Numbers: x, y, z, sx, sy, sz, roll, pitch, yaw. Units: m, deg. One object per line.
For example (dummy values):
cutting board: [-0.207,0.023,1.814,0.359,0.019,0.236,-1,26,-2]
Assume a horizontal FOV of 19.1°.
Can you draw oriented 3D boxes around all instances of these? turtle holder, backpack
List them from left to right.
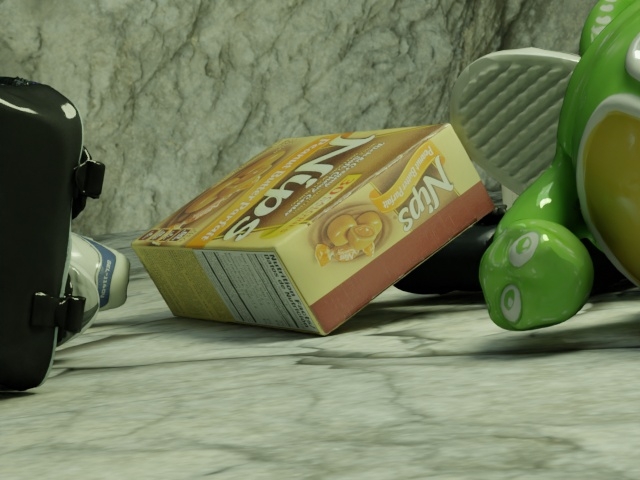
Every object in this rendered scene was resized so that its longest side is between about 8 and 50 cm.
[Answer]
backpack: [-0.294,-0.010,1.303,0.191,0.225,0.253,6,0,-37]
turtle holder: [0.266,-0.059,1.244,0.320,0.243,0.227,3,19,-9]

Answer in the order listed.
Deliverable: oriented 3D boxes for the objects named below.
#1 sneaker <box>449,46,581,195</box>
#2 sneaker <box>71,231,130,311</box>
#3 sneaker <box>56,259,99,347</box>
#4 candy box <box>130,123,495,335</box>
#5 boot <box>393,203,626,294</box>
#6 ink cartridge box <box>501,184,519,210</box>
sneaker: [0.263,-0.070,1.491,0.321,0.126,0.127,19,17,14]
sneaker: [-0.281,0.041,1.769,0.131,0.112,0.296,13,-5,-30]
sneaker: [-0.304,0.049,1.486,0.297,0.111,0.129,-3,-2,19]
candy box: [-0.015,-0.011,1.588,0.183,0.087,0.316,-36,15,-21]
boot: [0.195,-0.008,1.636,0.246,0.094,0.207,-17,14,-42]
ink cartridge box: [0.240,-0.049,1.731,0.115,0.067,0.198,9,-29,-20]
